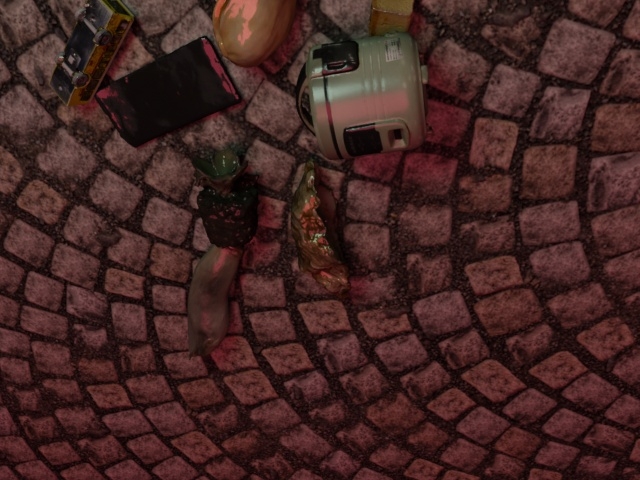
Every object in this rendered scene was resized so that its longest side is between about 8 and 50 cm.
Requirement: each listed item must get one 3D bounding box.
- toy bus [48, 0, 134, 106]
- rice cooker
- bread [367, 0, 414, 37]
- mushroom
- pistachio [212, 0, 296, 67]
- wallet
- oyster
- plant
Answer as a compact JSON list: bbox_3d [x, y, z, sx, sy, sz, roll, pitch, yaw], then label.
[{"bbox_3d":[-0.449,-0.366,1.201,0.081,0.074,0.226,47,119,14],"label":"toy bus"},{"bbox_3d":[0.076,-0.258,1.120,0.244,0.226,0.225,-3,120,11],"label":"rice cooker"},{"bbox_3d":[0.131,-0.413,1.139,0.084,0.080,0.109,9,157,2],"label":"bread"},{"bbox_3d":[-0.261,0.138,1.479,0.110,0.097,0.351,15,119,-2],"label":"mushroom"},{"bbox_3d":[-0.119,-0.414,1.122,0.145,0.117,0.200,5,122,-41],"label":"pistachio"},{"bbox_3d":[-0.313,-0.296,1.262,0.286,0.030,0.146,-19,119,19],"label":"wallet"},{"bbox_3d":[-0.005,-0.001,1.342,0.111,0.166,0.341,-9,136,3],"label":"oyster"},{"bbox_3d":[-0.197,-0.090,1.309,0.143,0.131,0.203,7,131,5],"label":"plant"}]
